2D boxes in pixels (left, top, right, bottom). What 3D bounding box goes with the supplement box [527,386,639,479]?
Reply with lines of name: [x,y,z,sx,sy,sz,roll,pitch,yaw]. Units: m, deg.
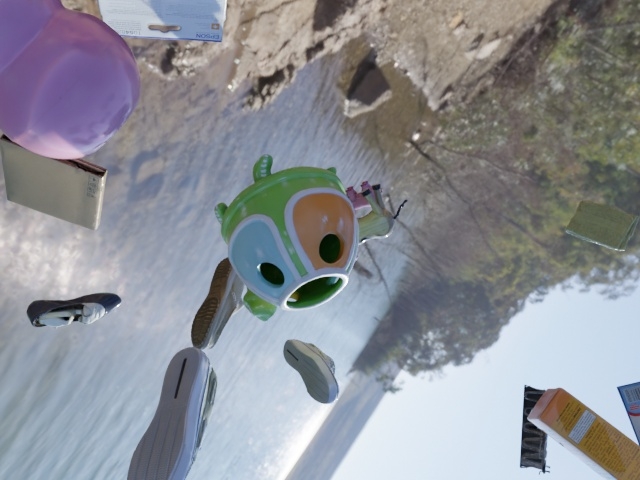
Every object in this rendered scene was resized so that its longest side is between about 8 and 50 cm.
supplement box: [0.500,0.368,1.072,0.080,0.233,0.078,-52,167,-12]

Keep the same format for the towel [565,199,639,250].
towel: [0.703,-0.038,1.486,0.110,0.148,0.027,-56,145,-14]

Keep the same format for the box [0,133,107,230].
box: [-0.457,-0.094,1.018,0.201,0.165,0.021,132,-25,-56]

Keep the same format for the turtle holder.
turtle holder: [-0.074,0.016,1.100,0.320,0.227,0.243,-33,152,20]

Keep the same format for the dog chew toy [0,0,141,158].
dog chew toy: [-0.403,-0.263,0.777,0.207,0.332,0.206,-33,-150,23]

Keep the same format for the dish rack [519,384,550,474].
dish rack: [0.518,0.452,1.427,0.271,0.074,0.208,37,57,-65]

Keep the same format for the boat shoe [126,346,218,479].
boat shoe: [-0.238,0.332,1.026,0.094,0.109,0.302,55,36,-41]

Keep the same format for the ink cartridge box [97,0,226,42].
ink cartridge box: [-0.272,-0.440,1.025,0.224,0.224,0.045,120,-34,-63]

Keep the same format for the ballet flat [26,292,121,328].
ballet flat: [-0.559,0.166,1.356,0.203,0.074,0.074,-3,144,-21]

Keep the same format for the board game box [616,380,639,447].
board game box: [0.535,0.289,0.827,0.039,0.211,0.160,13,148,-43]

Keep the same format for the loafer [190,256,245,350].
loafer: [-0.254,0.172,1.566,0.102,0.092,0.268,-10,-128,45]

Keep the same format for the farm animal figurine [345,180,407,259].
farm animal figurine: [0.000,0.000,1.359,0.327,0.172,0.330,-26,-169,-21]

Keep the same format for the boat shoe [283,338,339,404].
boat shoe: [-0.003,0.273,1.290,0.076,0.226,0.083,2,111,-28]
